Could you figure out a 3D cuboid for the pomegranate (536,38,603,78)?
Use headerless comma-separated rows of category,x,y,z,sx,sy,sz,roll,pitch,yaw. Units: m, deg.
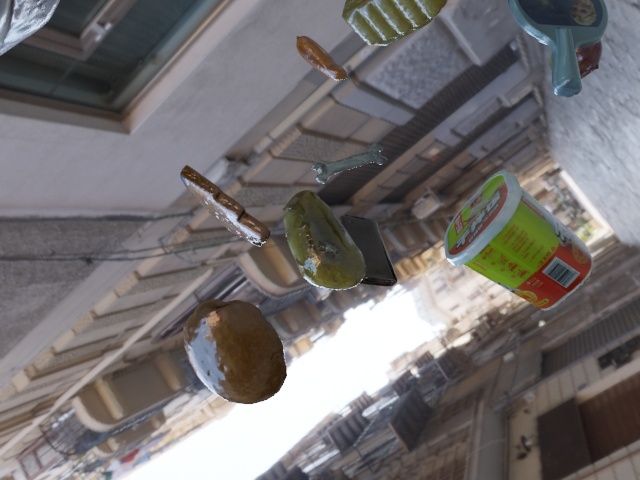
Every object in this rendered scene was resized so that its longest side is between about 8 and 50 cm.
pomegranate,0.610,-0.468,1.439,0.159,0.130,0.129,61,-160,-4

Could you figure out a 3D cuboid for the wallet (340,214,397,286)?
wallet,0.106,0.021,1.385,0.110,0.031,0.198,8,-137,-21

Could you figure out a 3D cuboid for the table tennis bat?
table tennis bat,0.338,-0.301,0.838,0.149,0.038,0.237,10,-117,-6

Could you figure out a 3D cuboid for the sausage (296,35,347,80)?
sausage,0.000,-0.469,1.543,0.183,0.054,0.062,43,-146,10

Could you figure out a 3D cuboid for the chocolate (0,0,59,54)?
chocolate,-0.300,-0.271,0.428,0.303,0.213,0.303,61,174,12

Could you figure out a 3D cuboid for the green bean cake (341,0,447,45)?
green bean cake,0.175,-0.534,1.220,0.124,0.233,0.236,37,-126,-33

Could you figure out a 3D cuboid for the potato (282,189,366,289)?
potato,0.000,0.000,0.987,0.188,0.105,0.085,64,164,15

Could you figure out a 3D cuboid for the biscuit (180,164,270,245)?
biscuit,-0.114,-0.037,0.682,0.130,0.019,0.119,46,164,-29

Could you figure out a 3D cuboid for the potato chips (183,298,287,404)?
potato chips,-0.132,0.180,0.919,0.049,0.150,0.201,-102,1,-67

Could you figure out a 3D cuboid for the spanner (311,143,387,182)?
spanner,0.088,-0.226,1.703,0.302,0.017,0.071,-22,-96,-40

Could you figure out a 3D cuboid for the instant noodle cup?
instant noodle cup,0.535,0.014,1.591,0.308,0.293,0.294,34,-157,-9
